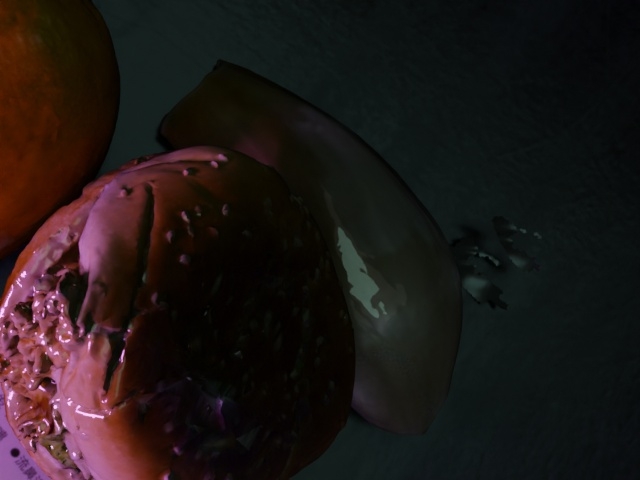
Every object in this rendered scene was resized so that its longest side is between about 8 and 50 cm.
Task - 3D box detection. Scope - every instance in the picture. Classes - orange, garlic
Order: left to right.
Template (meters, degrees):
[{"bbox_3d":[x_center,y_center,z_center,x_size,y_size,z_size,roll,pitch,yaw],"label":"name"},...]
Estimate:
[{"bbox_3d":[-0.260,-0.094,1.001,0.261,0.261,0.261,1,87,-10],"label":"orange"},{"bbox_3d":[0.008,-0.004,1.133,0.143,0.112,0.318,-37,83,-4],"label":"garlic"}]

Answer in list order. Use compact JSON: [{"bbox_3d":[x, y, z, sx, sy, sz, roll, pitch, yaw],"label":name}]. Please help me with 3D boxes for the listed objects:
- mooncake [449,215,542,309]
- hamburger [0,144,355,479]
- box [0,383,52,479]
[{"bbox_3d":[0.180,-0.125,1.183,0.150,0.057,0.347,34,86,10],"label":"mooncake"},{"bbox_3d":[-0.091,0.057,0.982,0.286,0.146,0.243,28,74,-45],"label":"hamburger"},{"bbox_3d":[-0.127,0.216,1.084,0.214,0.069,0.353,-38,96,-25],"label":"box"}]
